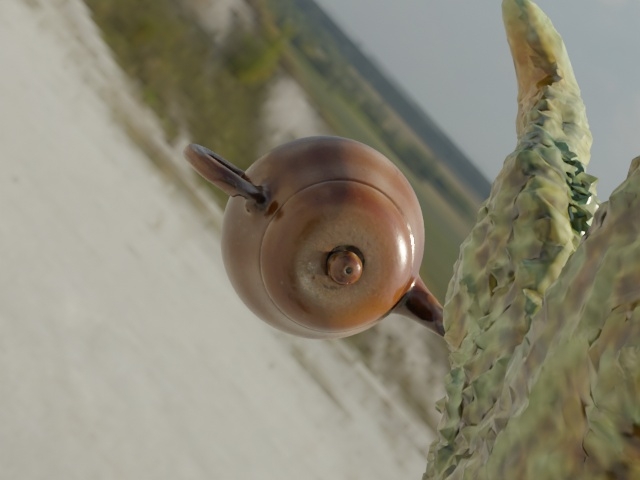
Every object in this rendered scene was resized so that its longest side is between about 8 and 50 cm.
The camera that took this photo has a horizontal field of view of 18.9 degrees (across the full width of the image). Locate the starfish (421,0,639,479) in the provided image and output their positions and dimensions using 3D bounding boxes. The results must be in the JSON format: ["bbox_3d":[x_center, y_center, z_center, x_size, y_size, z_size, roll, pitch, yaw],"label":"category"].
[{"bbox_3d":[0.051,0.101,0.369,0.078,0.357,0.347,8,-7,-17],"label":"starfish"}]

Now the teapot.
[{"bbox_3d":[0.000,0.000,1.010,0.173,0.116,0.116,34,8,-15],"label":"teapot"}]
